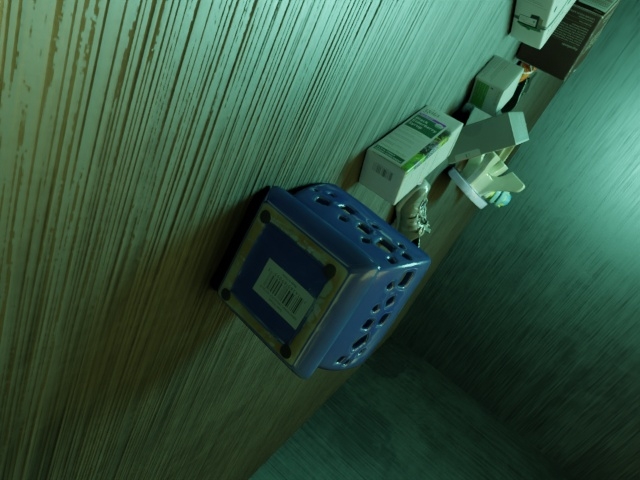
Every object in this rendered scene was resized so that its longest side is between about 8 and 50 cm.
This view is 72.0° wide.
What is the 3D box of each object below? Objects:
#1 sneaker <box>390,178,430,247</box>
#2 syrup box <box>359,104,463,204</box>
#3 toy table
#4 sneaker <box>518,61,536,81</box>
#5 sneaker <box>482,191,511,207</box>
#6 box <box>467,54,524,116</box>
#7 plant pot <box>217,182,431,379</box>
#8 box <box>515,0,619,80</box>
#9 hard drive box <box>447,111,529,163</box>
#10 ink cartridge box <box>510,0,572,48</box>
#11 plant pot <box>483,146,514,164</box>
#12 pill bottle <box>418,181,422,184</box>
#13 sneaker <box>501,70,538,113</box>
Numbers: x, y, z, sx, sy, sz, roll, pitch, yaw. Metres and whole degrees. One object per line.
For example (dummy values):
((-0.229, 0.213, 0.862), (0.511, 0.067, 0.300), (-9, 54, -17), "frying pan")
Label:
((0.287, -0.072, 1.307), (0.105, 0.115, 0.281), (-44, 159, -25), "sneaker")
((0.191, -0.184, 0.921), (0.237, 0.093, 0.096), (-40, 157, -33), "syrup box")
((0.570, -0.230, 1.553), (0.161, 0.252, 0.274), (-42, 171, 22), "toy table")
((0.698, -0.590, 1.479), (0.175, 0.064, 0.067), (-37, 176, -26), "sneaker")
((0.748, -0.234, 1.966), (0.127, 0.208, 0.319), (-59, 160, 21), "sneaker")
((0.465, -0.411, 1.176), (0.102, 0.087, 0.101), (-48, 160, -16), "box")
((-0.006, 0.058, 0.683), (0.212, 0.236, 0.236), (-2, 127, -60), "plant pot")
((0.715, -0.618, 1.278), (0.168, 0.167, 0.203), (-44, 159, -27), "box")
((0.469, -0.293, 1.245), (0.181, 0.089, 0.232), (-12, -173, 36), "hard drive box")
((0.540, -0.587, 1.034), (0.160, 0.092, 0.219), (-54, 161, 5), "ink cartridge box")
((0.684, -0.373, 1.722), (0.237, 0.109, 0.237), (-45, 159, -23), "plant pot")
((0.263, -0.191, 1.152), (0.043, 0.043, 0.083), (-29, 150, -50), "pill bottle")
((0.728, -0.545, 1.616), (0.089, 0.051, 0.170), (-20, 139, -51), "sneaker")
